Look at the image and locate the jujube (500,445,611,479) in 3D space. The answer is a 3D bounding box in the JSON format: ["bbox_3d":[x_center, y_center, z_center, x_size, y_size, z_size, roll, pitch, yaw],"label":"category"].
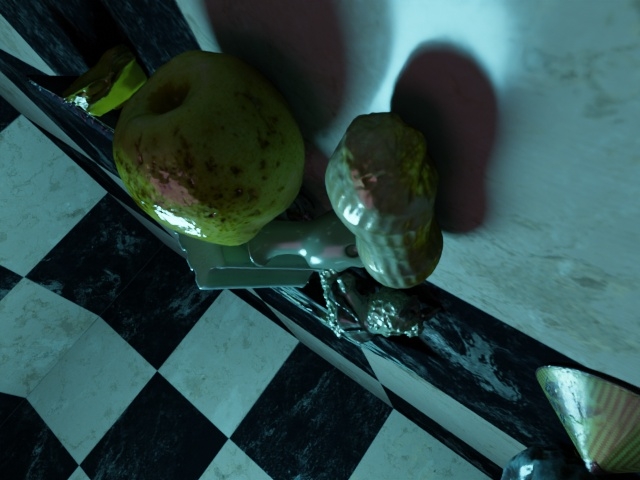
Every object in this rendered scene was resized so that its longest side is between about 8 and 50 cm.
[{"bbox_3d":[0.469,0.505,0.759,0.317,0.226,0.226,29,162,13],"label":"jujube"}]

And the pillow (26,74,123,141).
[{"bbox_3d":[-0.335,-0.204,0.715,0.208,0.055,0.141,34,-162,3],"label":"pillow"}]

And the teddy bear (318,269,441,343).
[{"bbox_3d":[0.065,0.106,0.680,0.213,0.111,0.133,19,159,52],"label":"teddy bear"}]

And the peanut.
[{"bbox_3d":[0.059,-0.023,0.378,0.087,0.087,0.207,29,162,29],"label":"peanut"}]

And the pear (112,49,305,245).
[{"bbox_3d":[-0.096,-0.079,0.418,0.178,0.178,0.178,35,164,12],"label":"pear"}]

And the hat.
[{"bbox_3d":[0.329,0.230,0.512,0.193,0.082,0.193,34,162,12],"label":"hat"}]

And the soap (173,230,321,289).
[{"bbox_3d":[-0.091,0.006,0.614,0.198,0.063,0.115,5,-133,-53],"label":"soap"}]

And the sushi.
[{"bbox_3d":[0.027,0.138,0.952,0.339,0.069,0.320,38,167,-20],"label":"sushi"}]

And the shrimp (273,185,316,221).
[{"bbox_3d":[-0.066,-0.061,0.576,0.233,0.079,0.090,33,150,-12],"label":"shrimp"}]

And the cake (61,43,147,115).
[{"bbox_3d":[-0.306,-0.206,0.628,0.185,0.116,0.080,12,152,48],"label":"cake"}]

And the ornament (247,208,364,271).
[{"bbox_3d":[0.000,0.000,0.515,0.156,0.075,0.081,-2,111,19],"label":"ornament"}]
